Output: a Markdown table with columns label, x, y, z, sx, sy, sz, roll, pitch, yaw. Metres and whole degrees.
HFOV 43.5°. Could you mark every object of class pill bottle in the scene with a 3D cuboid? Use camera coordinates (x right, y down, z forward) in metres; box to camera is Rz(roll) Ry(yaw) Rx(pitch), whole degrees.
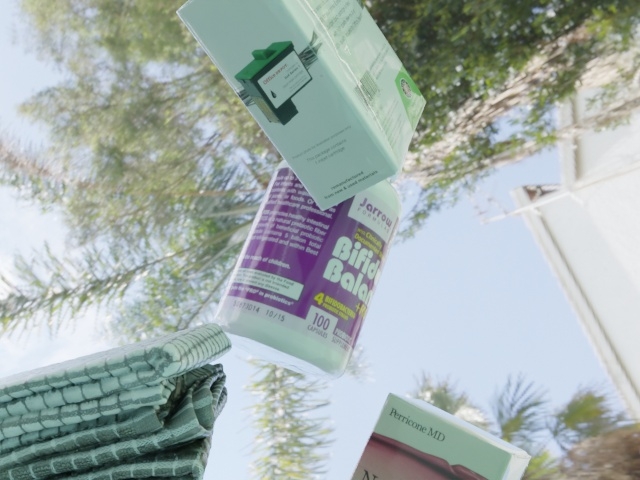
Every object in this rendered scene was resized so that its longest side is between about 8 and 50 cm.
| label | x | y | z | sx | sy | sz | roll | pitch | yaw |
| --- | --- | --- | --- | --- | --- | --- | --- | --- | --- |
| pill bottle | 0.000 | 0.000 | 0.964 | 0.169 | 0.169 | 0.302 | 28 | -106 | -24 |

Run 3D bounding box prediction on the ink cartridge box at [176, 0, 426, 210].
| label | x | y | z | sx | sy | sz | roll | pitch | yaw |
| --- | --- | --- | --- | --- | --- | --- | --- | --- | --- |
| ink cartridge box | -0.007 | -0.165 | 0.732 | 0.219 | 0.092 | 0.160 | 53 | -148 | -17 |

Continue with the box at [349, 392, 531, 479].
| label | x | y | z | sx | sy | sz | roll | pitch | yaw |
| --- | --- | --- | --- | --- | --- | --- | --- | --- | --- |
| box | 0.106 | 0.303 | 0.865 | 0.232 | 0.148 | 0.127 | -66 | -28 | -5 |

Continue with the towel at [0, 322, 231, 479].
| label | x | y | z | sx | sy | sz | roll | pitch | yaw |
| --- | --- | --- | --- | --- | --- | --- | --- | --- | --- |
| towel | -0.225 | 0.173 | 0.755 | 0.283 | 0.235 | 0.121 | -15 | -91 | 1 |
